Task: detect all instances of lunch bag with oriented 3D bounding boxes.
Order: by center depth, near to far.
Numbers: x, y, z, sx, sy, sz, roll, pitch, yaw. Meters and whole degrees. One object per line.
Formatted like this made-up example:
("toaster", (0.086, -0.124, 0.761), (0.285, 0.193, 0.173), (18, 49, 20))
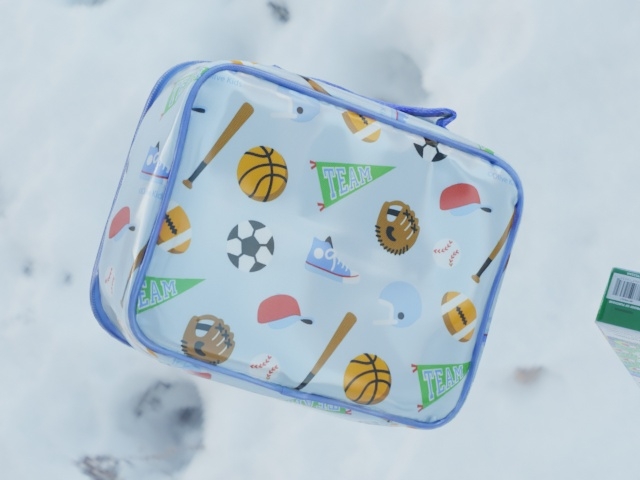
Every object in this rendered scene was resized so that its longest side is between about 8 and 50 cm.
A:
("lunch bag", (0.000, 0.000, 1.128), (0.115, 0.303, 0.243), (4, 77, 64))

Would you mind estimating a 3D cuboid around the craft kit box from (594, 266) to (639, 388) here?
("craft kit box", (0.370, 0.109, 1.252), (0.250, 0.247, 0.061), (14, 78, 27))
